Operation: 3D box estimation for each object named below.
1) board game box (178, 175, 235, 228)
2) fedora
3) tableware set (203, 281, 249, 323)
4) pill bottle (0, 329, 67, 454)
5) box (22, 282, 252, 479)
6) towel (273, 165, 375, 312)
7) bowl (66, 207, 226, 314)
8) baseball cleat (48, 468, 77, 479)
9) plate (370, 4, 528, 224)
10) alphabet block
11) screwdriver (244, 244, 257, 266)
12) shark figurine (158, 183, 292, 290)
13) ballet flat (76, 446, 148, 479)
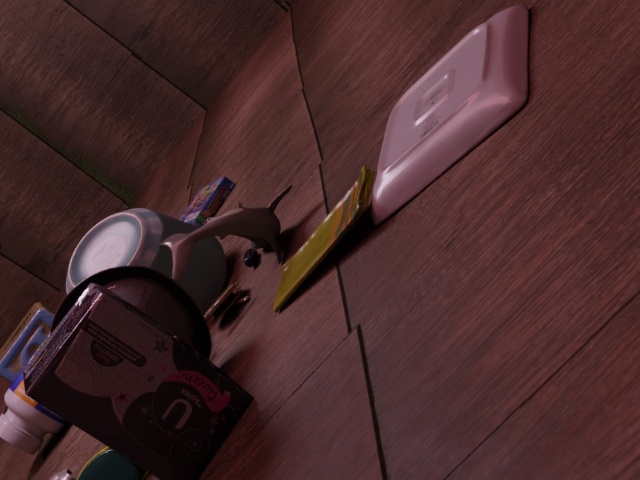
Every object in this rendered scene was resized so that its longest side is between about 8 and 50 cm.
[{"bbox_3d":[-0.291,-0.082,2.298,0.136,0.035,0.201,-58,17,-18],"label":"board game box"},{"bbox_3d":[-0.293,0.177,1.383,0.275,0.244,0.124,-59,9,18],"label":"fedora"},{"bbox_3d":[-0.193,0.151,1.560,0.194,0.039,0.128,-48,4,-5],"label":"tableware set"},{"bbox_3d":[-0.610,0.336,2.091,0.272,0.152,0.152,-56,17,-13],"label":"pill bottle"},{"bbox_3d":[-0.243,0.192,1.236,0.163,0.247,0.142,-54,18,-9],"label":"box"},{"bbox_3d":[0.000,0.000,1.329,0.237,0.021,0.102,-50,14,35],"label":"towel"},{"bbox_3d":[-0.346,0.062,1.722,0.312,0.163,0.311,-19,47,22],"label":"bowl"},{"bbox_3d":[-0.464,0.459,1.594,0.109,0.072,0.206,-44,21,7],"label":"baseball cleat"},{"bbox_3d":[0.167,-0.183,1.266,0.277,0.045,0.278,-40,21,35],"label":"plate"},{"bbox_3d":[-0.689,0.287,2.340,0.193,0.192,0.197,-54,16,-11],"label":"alphabet block"},{"bbox_3d":[-0.122,0.015,1.693,0.024,0.025,0.170,-49,8,13],"label":"screwdriver"},{"bbox_3d":[-0.118,0.000,1.501,0.166,0.116,0.278,-39,-15,30],"label":"shark figurine"},{"bbox_3d":[-0.274,0.316,1.400,0.231,0.077,0.077,-44,-3,19],"label":"ballet flat"}]
